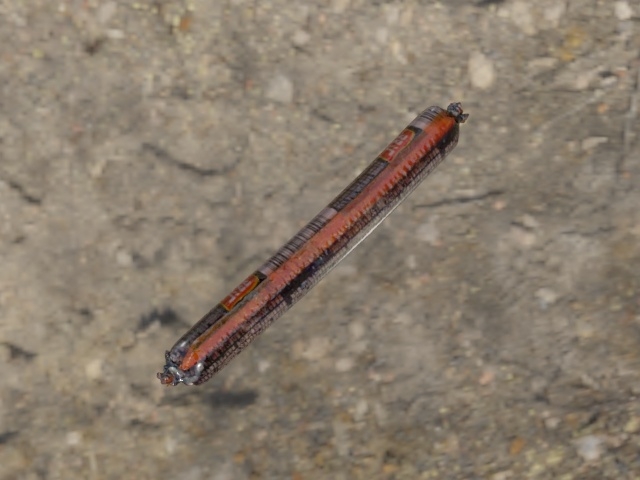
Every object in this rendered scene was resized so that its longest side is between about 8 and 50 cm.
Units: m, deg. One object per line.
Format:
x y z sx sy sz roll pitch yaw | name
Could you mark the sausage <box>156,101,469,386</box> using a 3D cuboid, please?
0.000 0.000 0.669 0.028 0.198 0.025 26 153 46 | sausage
